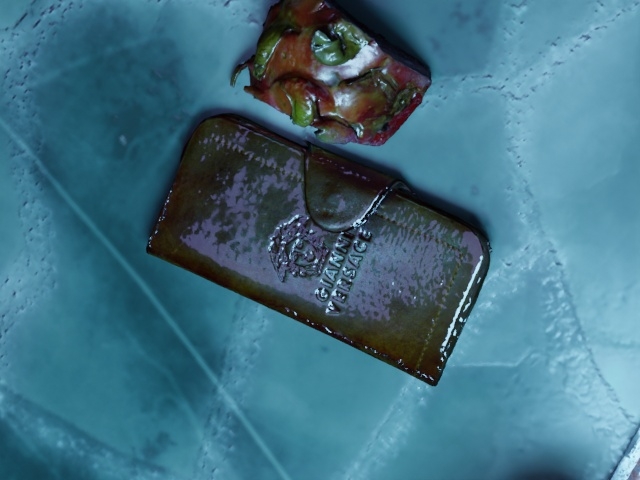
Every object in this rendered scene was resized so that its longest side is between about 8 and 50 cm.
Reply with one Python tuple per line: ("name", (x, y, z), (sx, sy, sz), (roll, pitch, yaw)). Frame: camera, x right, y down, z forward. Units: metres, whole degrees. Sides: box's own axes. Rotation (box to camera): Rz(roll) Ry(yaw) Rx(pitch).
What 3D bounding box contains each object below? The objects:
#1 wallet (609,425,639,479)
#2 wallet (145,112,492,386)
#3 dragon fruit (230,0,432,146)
("wallet", (0.291, 0.144, 1.460), (0.103, 0.020, 0.196), (28, 104, 10))
("wallet", (0.000, 0.000, 1.508), (0.255, 0.031, 0.137), (24, 103, 10))
("dragon fruit", (-0.001, -0.126, 1.457), (0.147, 0.096, 0.102), (28, 107, 11))
